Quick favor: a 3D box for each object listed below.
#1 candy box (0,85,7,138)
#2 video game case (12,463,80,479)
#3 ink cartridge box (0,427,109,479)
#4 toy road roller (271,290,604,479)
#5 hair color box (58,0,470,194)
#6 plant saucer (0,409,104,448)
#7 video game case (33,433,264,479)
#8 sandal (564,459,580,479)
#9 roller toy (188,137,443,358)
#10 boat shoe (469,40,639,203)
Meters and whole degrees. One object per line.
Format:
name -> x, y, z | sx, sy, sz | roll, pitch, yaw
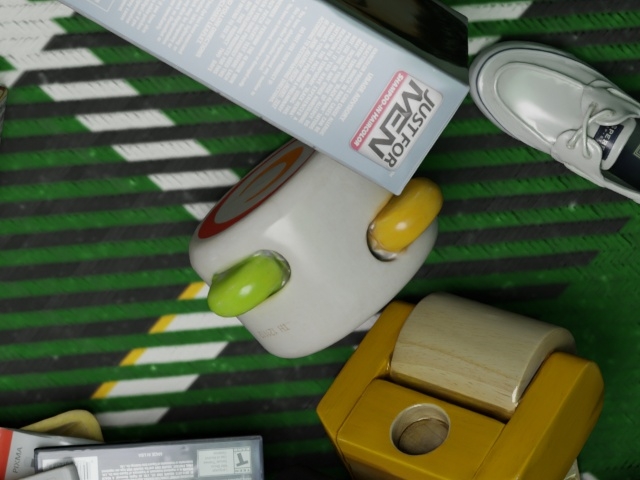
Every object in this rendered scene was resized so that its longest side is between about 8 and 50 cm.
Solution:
candy box -> -0.387, 0.011, 1.464 | 0.183, 0.087, 0.316 | 9, 103, -8
video game case -> -0.270, 0.323, 1.414 | 0.206, 0.026, 0.227 | -18, 87, 11
ink cartridge box -> -0.260, 0.236, 1.456 | 0.179, 0.045, 0.145 | 11, 87, -15
toy road roller -> 0.109, 0.234, 1.490 | 0.329, 0.203, 0.240 | -56, 144, -25
hair color box -> -0.066, -0.201, 1.340 | 0.374, 0.185, 0.113 | 30, 114, -9
plant saucer -> -0.324, 0.345, 1.532 | 0.333, 0.081, 0.332 | -19, 104, -14
video game case -> -0.141, 0.309, 1.445 | 0.196, 0.026, 0.274 | -3, 90, -9
sandal -> 0.202, 0.183, 1.568 | 0.088, 0.079, 0.240 | -19, 104, -1
roller toy -> 0.000, 0.000, 1.446 | 0.209, 0.191, 0.146 | -41, 104, 1
boat shoe -> 0.253, -0.099, 1.502 | 0.258, 0.084, 0.095 | 23, 100, -11
